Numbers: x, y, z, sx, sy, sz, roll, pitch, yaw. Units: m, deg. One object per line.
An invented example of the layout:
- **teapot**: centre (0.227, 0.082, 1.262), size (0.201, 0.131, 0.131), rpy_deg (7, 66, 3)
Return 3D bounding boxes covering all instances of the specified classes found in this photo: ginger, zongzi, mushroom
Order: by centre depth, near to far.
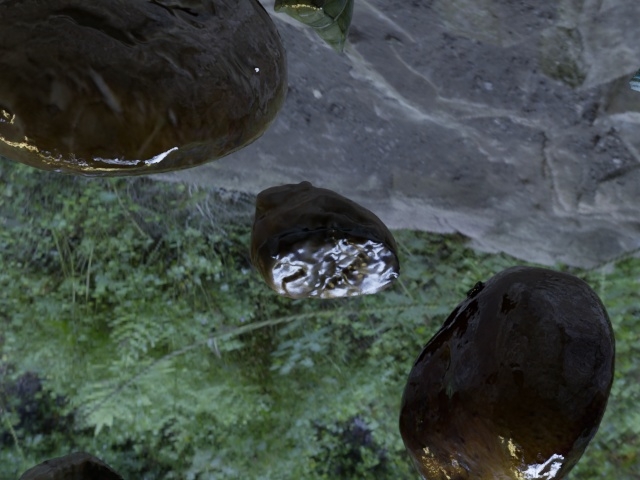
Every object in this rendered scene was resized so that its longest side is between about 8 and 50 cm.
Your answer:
- **mushroom**: centre (-0.138, -0.110, 0.640), size (0.286, 0.151, 0.156), rpy_deg (-15, 145, -27)
- **mushroom**: centre (0.267, 0.197, 1.118), size (0.259, 0.345, 0.345), rpy_deg (29, 103, -15)
- **zongzi**: centre (0.024, -0.409, 1.290), size (0.094, 0.204, 0.205), rpy_deg (12, 87, 25)
- **ginger**: centre (0.001, 0.003, 1.578), size (0.269, 0.223, 0.200), rpy_deg (-7, 131, -3)

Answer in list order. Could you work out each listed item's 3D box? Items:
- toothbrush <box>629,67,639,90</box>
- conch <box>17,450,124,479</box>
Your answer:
- **toothbrush**: centre (0.246, -0.171, 0.466), size (0.263, 0.026, 0.022), rpy_deg (-50, 130, -18)
- **conch**: centre (-0.172, 0.230, 0.579), size (0.207, 0.130, 0.155), rpy_deg (30, 69, -8)
